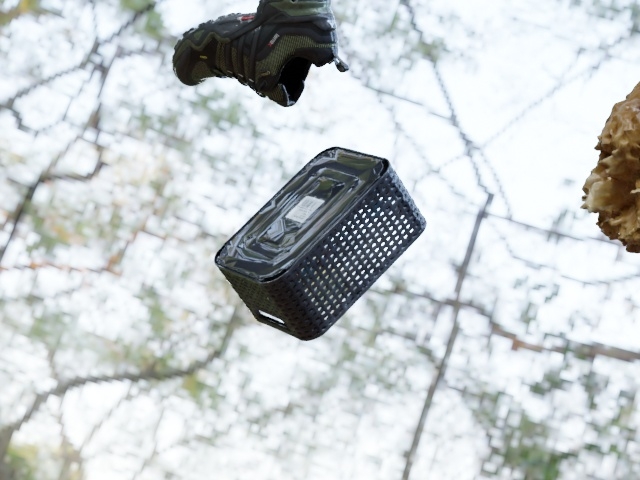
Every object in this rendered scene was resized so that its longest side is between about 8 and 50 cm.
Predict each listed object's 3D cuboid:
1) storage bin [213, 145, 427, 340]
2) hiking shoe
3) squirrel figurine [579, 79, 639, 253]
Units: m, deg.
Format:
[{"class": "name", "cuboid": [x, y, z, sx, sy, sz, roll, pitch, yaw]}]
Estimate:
[{"class": "storage bin", "cuboid": [0.000, 0.000, 1.577, 0.122, 0.180, 0.084, 19, -31, 54]}, {"class": "hiking shoe", "cuboid": [-0.073, -0.193, 1.741, 0.227, 0.114, 0.086, -19, -6, 40]}, {"class": "squirrel figurine", "cuboid": [0.400, -0.053, 1.266, 0.397, 0.281, 0.370, 17, -45, -7]}]
